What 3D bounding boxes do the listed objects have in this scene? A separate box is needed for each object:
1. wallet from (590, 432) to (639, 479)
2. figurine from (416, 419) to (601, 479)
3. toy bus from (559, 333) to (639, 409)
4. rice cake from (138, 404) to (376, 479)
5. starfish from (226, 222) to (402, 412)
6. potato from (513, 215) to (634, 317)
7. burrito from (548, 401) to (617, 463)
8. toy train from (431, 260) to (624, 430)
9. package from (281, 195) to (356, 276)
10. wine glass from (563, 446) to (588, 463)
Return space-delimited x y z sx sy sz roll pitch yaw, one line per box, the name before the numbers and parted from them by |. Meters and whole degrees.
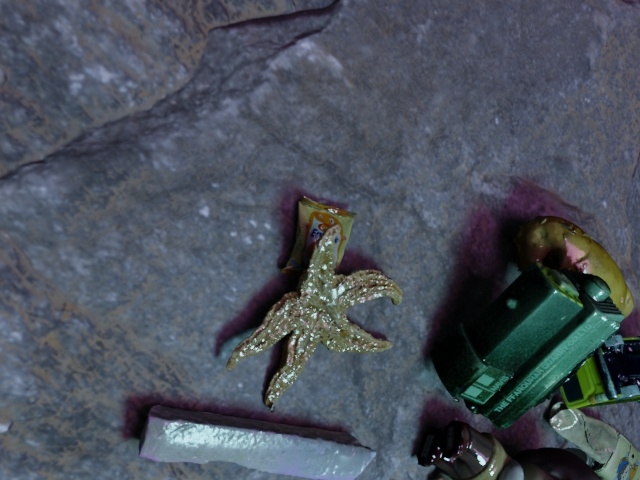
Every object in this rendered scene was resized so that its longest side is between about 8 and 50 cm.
wallet | 0.673 0.504 1.713 0.155 0.039 0.110 42 73 -33
figurine | 0.351 0.454 1.359 0.365 0.218 0.206 23 39 -28
toy bus | 0.612 0.269 1.569 0.262 0.150 0.128 4 64 -36
rice cake | -0.086 0.303 1.128 0.399 0.064 0.070 19 94 -36
starfish | -0.007 0.125 1.165 0.302 0.060 0.299 -38 133 -16
potato | 0.473 0.063 1.431 0.140 0.173 0.300 -48 122 3
burrito | 0.552 0.398 1.598 0.226 0.060 0.087 32 87 -36
toy train | 0.340 0.172 1.298 0.178 0.138 0.330 26 116 -29
package | 0.000 0.002 1.169 0.108 0.031 0.121 16 86 -36
wine glass | 0.546 0.532 1.601 0.079 0.079 0.196 -35 114 -27
